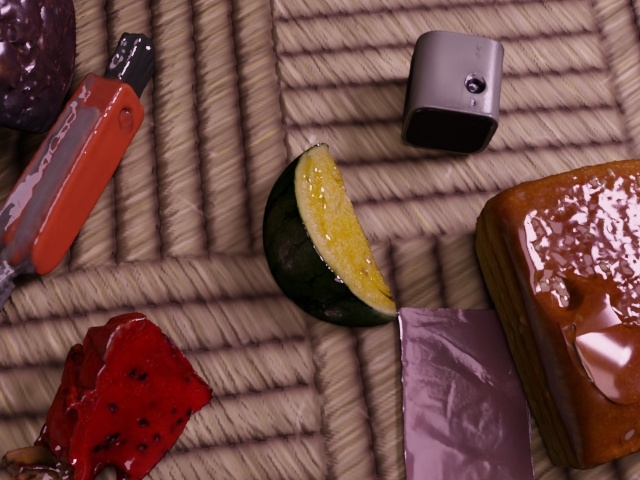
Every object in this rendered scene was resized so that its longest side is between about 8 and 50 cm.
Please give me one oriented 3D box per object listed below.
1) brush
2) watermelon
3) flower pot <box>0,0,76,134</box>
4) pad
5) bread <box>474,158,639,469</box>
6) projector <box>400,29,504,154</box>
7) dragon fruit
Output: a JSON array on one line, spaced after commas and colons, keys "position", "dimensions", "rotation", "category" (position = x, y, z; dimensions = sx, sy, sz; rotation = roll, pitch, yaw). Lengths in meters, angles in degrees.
[{"position": [-0.228, -0.046, 0.710], "dimensions": [0.051, 0.070, 0.323], "rotation": [25, 74, 7], "category": "brush"}, {"position": [-0.009, 0.005, 0.721], "dimensions": [0.092, 0.075, 0.181], "rotation": [-4, 65, -52], "category": "watermelon"}, {"position": [-0.306, -0.247, 0.634], "dimensions": [0.267, 0.266, 0.267], "rotation": [19, 93, 4], "category": "flower pot"}, {"position": [0.126, 0.150, 0.692], "dimensions": [0.113, 0.006, 0.187], "rotation": [1, 70, -5], "category": "pad"}, {"position": [0.248, 0.055, 0.677], "dimensions": [0.184, 0.110, 0.234], "rotation": [-14, 72, -10], "category": "bread"}, {"position": [0.124, -0.137, 0.751], "dimensions": [0.083, 0.083, 0.082], "rotation": [9, 71, 0], "category": "projector"}, {"position": [-0.186, 0.153, 0.654], "dimensions": [0.092, 0.122, 0.192], "rotation": [13, 69, 44], "category": "dragon fruit"}]
